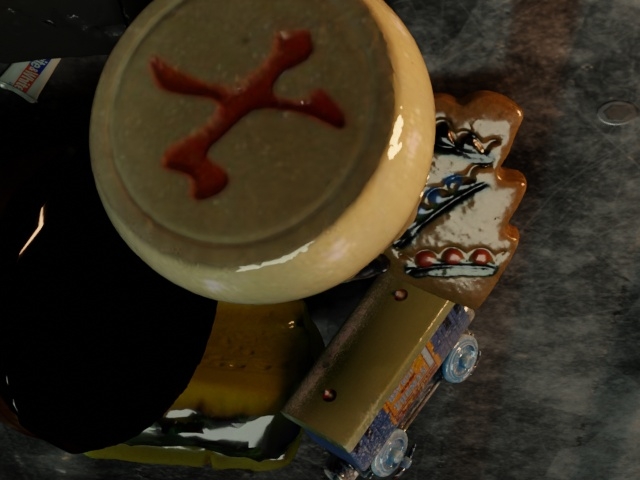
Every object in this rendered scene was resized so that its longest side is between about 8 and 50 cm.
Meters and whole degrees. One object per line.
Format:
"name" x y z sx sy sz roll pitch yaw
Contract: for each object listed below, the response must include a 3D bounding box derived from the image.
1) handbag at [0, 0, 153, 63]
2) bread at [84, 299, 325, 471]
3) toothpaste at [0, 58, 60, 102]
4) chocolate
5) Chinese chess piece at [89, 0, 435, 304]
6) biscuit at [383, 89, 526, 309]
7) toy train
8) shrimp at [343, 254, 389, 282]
"handbag" -0.278 -0.271 1.587 0.223 0.080 0.247 -1 138 13
"bread" -0.180 0.191 2.174 0.376 0.251 0.208 1 139 6
"toothpaste" -0.299 -0.213 1.762 0.052 0.033 0.218 27 145 -18
"chocolate" -0.345 0.042 1.901 0.331 0.384 0.383 13 156 35
"Chinese chess piece" -0.055 -0.105 1.538 0.338 0.338 0.140 -5 162 17
"biscuit" 0.129 -0.046 1.823 0.278 0.043 0.301 -19 114 25
"toy train" 0.086 0.173 2.095 0.131 0.300 0.202 26 162 33
"shrimp" 0.000 0.000 2.010 0.445 0.085 0.272 -10 150 29
